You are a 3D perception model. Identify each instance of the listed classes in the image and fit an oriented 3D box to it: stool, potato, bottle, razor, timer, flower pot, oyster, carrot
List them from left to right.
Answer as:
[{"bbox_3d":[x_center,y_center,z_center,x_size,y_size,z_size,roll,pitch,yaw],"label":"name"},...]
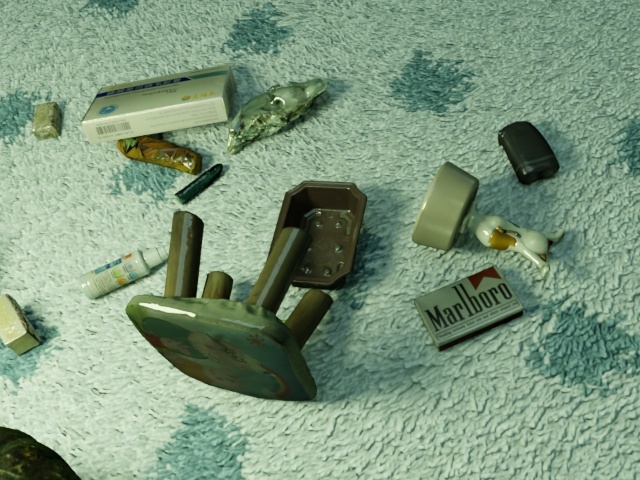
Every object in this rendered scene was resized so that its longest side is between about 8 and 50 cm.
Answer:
[{"bbox_3d":[-0.639,0.175,1.680,0.061,0.086,0.122,-34,61,-14],"label":"potato"},{"bbox_3d":[-0.403,0.058,1.723,0.217,0.060,0.060,-24,54,-4],"label":"bottle"},{"bbox_3d":[-0.376,-0.204,1.901,0.229,0.069,0.069,17,61,22],"label":"carrot"},{"bbox_3d":[-0.142,0.124,1.456,0.310,0.310,0.226,10,61,18],"label":"stool"},{"bbox_3d":[-0.098,-0.305,1.888,0.199,0.087,0.252,5,49,28],"label":"oyster"},{"bbox_3d":[0.000,0.000,1.655,0.179,0.084,0.250,4,58,15],"label":"flower pot"},{"bbox_3d":[0.332,-0.025,1.568,0.266,0.175,0.175,24,63,13],"label":"timer"},{"bbox_3d":[0.437,-0.190,1.705,0.090,0.054,0.148,-17,54,-3],"label":"razor"}]

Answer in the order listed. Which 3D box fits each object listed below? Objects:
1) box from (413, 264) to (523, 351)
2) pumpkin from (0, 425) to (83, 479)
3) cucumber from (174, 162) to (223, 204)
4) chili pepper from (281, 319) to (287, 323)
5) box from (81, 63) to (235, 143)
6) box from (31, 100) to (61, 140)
[{"bbox_3d":[0.279,0.126,1.531,0.178,0.036,0.115,-23,53,-3],"label":"box"},{"bbox_3d":[-0.561,0.513,1.266,0.455,0.344,0.454,0,66,-1],"label":"pumpkin"},{"bbox_3d":[-0.273,-0.132,1.843,0.133,0.032,0.032,-40,57,-17],"label":"cucumber"},{"bbox_3d":[-0.055,0.149,1.603,0.083,0.017,0.030,-23,56,-5],"label":"chili pepper"},{"bbox_3d":[-0.385,-0.332,1.952,0.344,0.065,0.200,-9,35,7],"label":"box"},{"bbox_3d":[-0.695,-0.305,2.052,0.062,0.045,0.098,-10,55,6],"label":"box"}]
